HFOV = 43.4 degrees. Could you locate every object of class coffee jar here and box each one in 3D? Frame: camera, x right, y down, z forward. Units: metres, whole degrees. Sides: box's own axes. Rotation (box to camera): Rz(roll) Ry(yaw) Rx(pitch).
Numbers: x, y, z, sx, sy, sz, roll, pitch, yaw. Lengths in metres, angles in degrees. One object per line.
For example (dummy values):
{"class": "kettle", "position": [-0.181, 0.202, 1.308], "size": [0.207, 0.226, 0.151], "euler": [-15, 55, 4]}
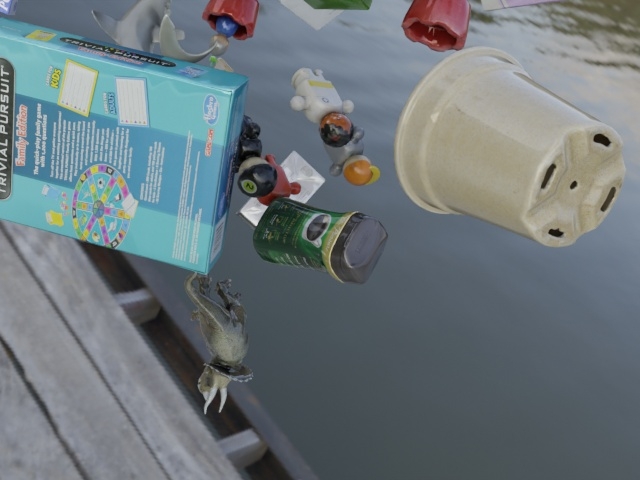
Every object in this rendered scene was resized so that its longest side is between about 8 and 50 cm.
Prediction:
{"class": "coffee jar", "position": [0.000, 0.000, 1.123], "size": [0.184, 0.096, 0.079], "euler": [13, -26, 39]}

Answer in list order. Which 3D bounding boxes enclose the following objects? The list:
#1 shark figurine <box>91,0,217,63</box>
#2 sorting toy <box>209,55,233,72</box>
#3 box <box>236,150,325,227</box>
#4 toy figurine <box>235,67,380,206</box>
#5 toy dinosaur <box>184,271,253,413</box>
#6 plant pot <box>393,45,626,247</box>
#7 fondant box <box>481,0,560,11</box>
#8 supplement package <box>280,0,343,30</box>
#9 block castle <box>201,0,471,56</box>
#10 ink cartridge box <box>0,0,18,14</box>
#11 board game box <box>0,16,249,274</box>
{"class": "shark figurine", "position": [-0.260, -0.282, 1.117], "size": [0.116, 0.166, 0.278], "euler": [41, 10, -35]}
{"class": "sorting toy", "position": [-0.215, -0.351, 1.694], "size": [0.012, 0.062, 0.083], "euler": [16, -12, 30]}
{"class": "box", "position": [-0.091, -0.091, 1.710], "size": [0.087, 0.169, 0.290], "euler": [42, -5, -7]}
{"class": "toy figurine", "position": [-0.031, -0.129, 1.209], "size": [0.148, 0.209, 0.213], "euler": [64, 2, 29]}
{"class": "toy dinosaur", "position": [-0.162, 0.149, 1.364], "size": [0.121, 0.313, 0.160], "euler": [-15, 58, -19]}
{"class": "plant pot", "position": [0.351, -0.145, 1.434], "size": [0.333, 0.334, 0.305], "euler": [7, 21, -35]}
{"class": "fondant box", "position": [0.247, -0.275, 0.452], "size": [0.330, 0.238, 0.096], "euler": [-50, 124, -24]}
{"class": "supplement package", "position": [-0.031, -0.535, 1.465], "size": [0.134, 0.139, 0.244], "euler": [17, 44, -59]}
{"class": "block castle", "position": [-0.044, -0.371, 1.057], "size": [0.453, 0.213, 0.303], "euler": [14, -9, 37]}
{"class": "ink cartridge box", "position": [-0.586, -0.528, 1.467], "size": [0.097, 0.207, 0.046], "euler": [17, 13, -11]}
{"class": "board game box", "position": [-0.278, -0.122, 1.043], "size": [0.336, 0.254, 0.079], "euler": [15, 25, 5]}
